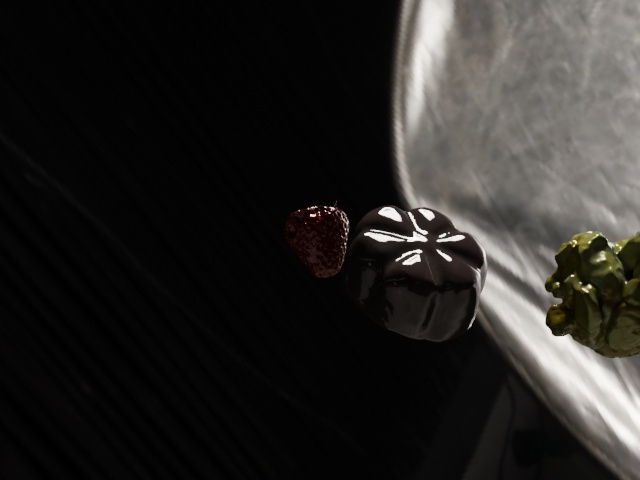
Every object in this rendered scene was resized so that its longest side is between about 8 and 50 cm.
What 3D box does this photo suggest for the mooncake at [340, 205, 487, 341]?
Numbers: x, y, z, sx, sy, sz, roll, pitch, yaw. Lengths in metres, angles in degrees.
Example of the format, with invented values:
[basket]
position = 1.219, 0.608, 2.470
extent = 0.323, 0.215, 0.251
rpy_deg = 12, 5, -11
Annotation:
[mooncake]
position = 0.156, 0.050, 1.925
extent = 0.244, 0.133, 0.245
rpy_deg = 10, 37, -8

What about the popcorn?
[popcorn]
position = 0.406, 0.074, 1.661
extent = 0.187, 0.167, 0.186
rpy_deg = 13, 63, 18

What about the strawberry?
[strawberry]
position = 0.000, 0.000, 1.321
extent = 0.073, 0.073, 0.083
rpy_deg = -27, 63, 17
